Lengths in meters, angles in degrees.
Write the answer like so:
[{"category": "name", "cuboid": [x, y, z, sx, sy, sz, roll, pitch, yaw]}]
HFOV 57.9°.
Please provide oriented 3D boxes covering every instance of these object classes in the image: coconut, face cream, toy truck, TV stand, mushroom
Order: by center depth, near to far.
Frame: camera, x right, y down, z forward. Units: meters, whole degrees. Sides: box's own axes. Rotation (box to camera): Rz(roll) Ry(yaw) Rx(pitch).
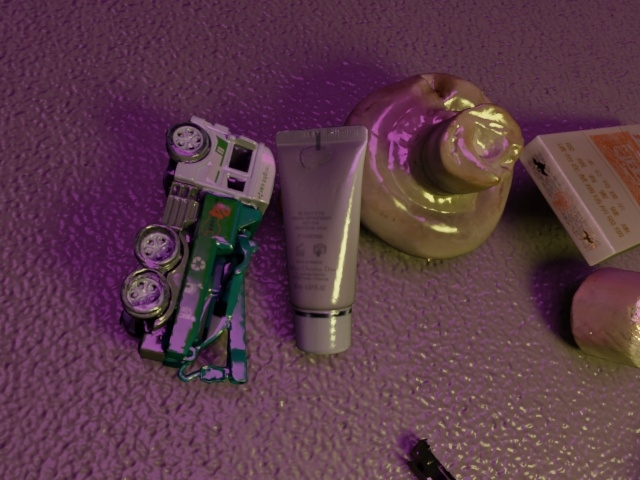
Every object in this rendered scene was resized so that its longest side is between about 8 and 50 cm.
[{"category": "TV stand", "cuboid": [0.211, 0.382, 0.783, 0.042, 0.036, 0.249, -36, 78, -22]}, {"category": "toy truck", "cuboid": [-0.168, 0.014, 0.811, 0.178, 0.176, 0.363, 12, 67, -14]}, {"category": "face cream", "cuboid": [0.000, 0.000, 0.812, 0.143, 0.089, 0.313, 2, 98, 27]}, {"category": "mushroom", "cuboid": [0.183, -0.122, 0.838, 0.293, 0.290, 0.292, 2, 82, -19]}, {"category": "coconut", "cuboid": [0.452, 0.113, 0.875, 0.147, 0.153, 0.146, -2, 95, -29]}]

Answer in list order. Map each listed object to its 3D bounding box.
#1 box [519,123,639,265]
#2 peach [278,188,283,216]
[{"category": "box", "cuboid": [0.484, -0.089, 0.942, 0.366, 0.051, 0.204, -13, 68, -39]}, {"category": "peach", "cuboid": [-0.019, -0.060, 0.897, 0.101, 0.100, 0.100, 3, 67, -8]}]
